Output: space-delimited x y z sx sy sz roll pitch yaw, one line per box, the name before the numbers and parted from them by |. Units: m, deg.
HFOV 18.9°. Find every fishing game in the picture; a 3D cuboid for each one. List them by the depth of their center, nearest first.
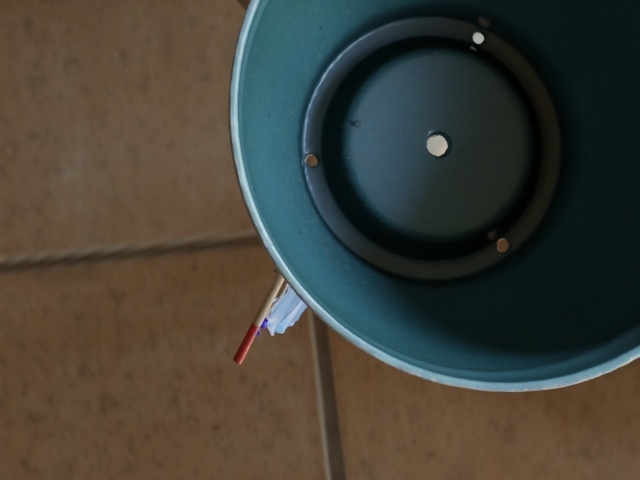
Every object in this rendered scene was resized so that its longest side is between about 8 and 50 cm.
fishing game | 0.000 0.000 1.689 0.041 0.189 0.264 34 31 10

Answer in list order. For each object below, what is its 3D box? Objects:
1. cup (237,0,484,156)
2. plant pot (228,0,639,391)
cup | 0.115 -0.210 1.499 0.237 0.331 0.331 -48 68 15
plant pot | 0.083 -0.063 1.098 0.293 0.196 0.293 0 87 -9
